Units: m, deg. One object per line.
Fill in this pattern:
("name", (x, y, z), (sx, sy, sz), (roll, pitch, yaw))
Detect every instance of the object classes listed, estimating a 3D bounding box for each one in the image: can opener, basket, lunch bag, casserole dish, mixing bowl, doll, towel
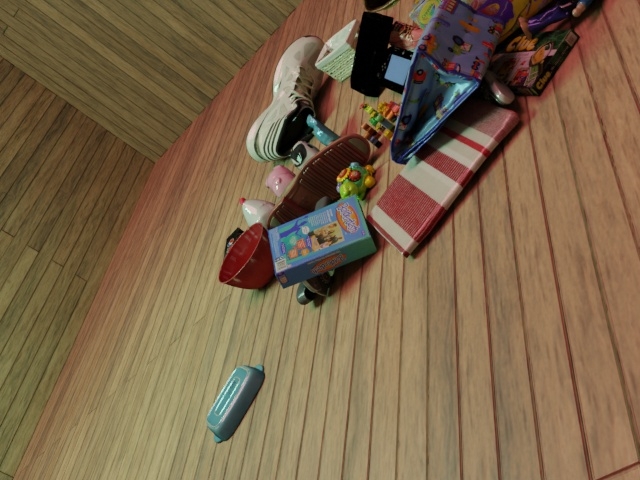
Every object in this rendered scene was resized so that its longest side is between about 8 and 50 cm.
("can opener", (-0.010, 0.022, 1.760), (0.095, 0.076, 0.283), (-38, 26, 34))
("basket", (0.082, -0.573, 2.415), (0.167, 0.103, 0.113), (-25, 36, 52))
("lunch bag", (0.223, -0.301, 1.588), (0.221, 0.138, 0.293), (-62, 0, -40))
("casserole dish", (-0.188, 0.343, 1.707), (0.188, 0.037, 0.114), (-58, 22, -13))
("mixing bowl", (-0.166, 0.056, 2.000), (0.181, 0.098, 0.181), (-43, 24, 25))
("doll", (0.465, -0.440, 1.474), (0.189, 0.046, 0.129), (-29, 21, 23))
("towel", (0.231, -0.131, 1.544), (0.329, 0.037, 0.237), (-52, 22, 7))

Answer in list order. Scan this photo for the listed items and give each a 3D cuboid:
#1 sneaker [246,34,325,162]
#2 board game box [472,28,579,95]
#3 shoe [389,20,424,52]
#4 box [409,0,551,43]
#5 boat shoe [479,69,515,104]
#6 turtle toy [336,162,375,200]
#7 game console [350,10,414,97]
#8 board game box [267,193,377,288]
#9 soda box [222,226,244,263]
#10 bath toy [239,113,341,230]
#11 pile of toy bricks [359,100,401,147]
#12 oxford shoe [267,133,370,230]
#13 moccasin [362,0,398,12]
("sneaker", (-0.048, -0.440, 2.464), (0.257, 0.169, 0.448), (11, 75, 57))
("board game box", (0.384, -0.346, 1.555), (0.136, 0.030, 0.259), (-53, 21, -4))
("shoe", (0.231, -0.539, 2.084), (0.063, 0.081, 0.178), (-60, 22, -14))
("box", (0.366, -0.558, 1.658), (0.290, 0.177, 0.279), (-37, 19, 38))
("boat shoe", (0.327, -0.279, 1.489), (0.040, 0.049, 0.142), (-56, 17, 25))
("turtle toy", (0.074, -0.130, 1.822), (0.095, 0.066, 0.130), (-43, 24, 26))
("game console", (0.173, -0.465, 2.039), (0.361, 0.044, 0.213), (-136, 52, -60))
("board game box", (0.000, 0.000, 1.661), (0.210, 0.047, 0.160), (-22, 37, 6))
("soda box", (-0.235, 0.037, 2.233), (0.060, 0.053, 0.169), (-43, 25, 25))
("bath toy", (-0.091, -0.171, 2.146), (0.348, 0.129, 0.151), (-52, -12, 4))
("pile of toy bricks", (0.139, -0.289, 1.871), (0.118, 0.105, 0.212), (-51, 22, 8))
("oxford shoe", (-0.009, -0.153, 1.962), (0.348, 0.123, 0.130), (-42, 19, 26))
("moccasin", (0.188, -0.630, 1.732), (0.147, 0.139, 0.380), (-59, 14, -25))
